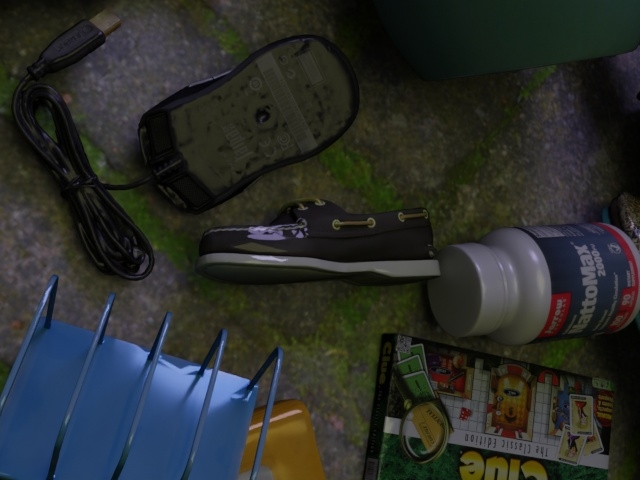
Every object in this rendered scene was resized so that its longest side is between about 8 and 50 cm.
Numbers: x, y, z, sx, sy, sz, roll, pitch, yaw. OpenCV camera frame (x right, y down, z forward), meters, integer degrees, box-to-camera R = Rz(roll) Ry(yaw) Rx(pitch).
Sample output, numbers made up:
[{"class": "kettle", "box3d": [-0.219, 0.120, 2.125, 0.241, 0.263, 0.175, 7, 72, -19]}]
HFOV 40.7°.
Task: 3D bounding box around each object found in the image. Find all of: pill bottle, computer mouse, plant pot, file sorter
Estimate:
[{"class": "pill bottle", "box3d": [0.194, 0.040, 0.787, 0.180, 0.108, 0.108, -4, 84, -27]}, {"class": "computer mouse", "box3d": [-0.107, -0.109, 0.684, 0.262, 0.060, 0.184, -37, 104, -15]}, {"class": "plant pot", "box3d": [0.161, -0.262, 0.725, 0.292, 0.293, 0.235, -13, 102, -28]}, {"class": "file sorter", "box3d": [-0.123, 0.109, 0.579, 0.170, 0.104, 0.118, 19, 55, -10]}]

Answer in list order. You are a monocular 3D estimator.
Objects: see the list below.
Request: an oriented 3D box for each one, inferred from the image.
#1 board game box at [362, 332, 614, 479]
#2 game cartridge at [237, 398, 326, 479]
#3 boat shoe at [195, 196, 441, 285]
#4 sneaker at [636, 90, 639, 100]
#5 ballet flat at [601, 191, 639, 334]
[{"class": "board game box", "box3d": [0.163, 0.175, 0.796, 0.259, 0.030, 0.136, 14, 78, -25]}, {"class": "game cartridge", "box3d": [-0.122, 0.297, 0.618, 0.323, 0.052, 0.286, -14, 89, -29]}, {"class": "boat shoe", "box3d": [0.000, 0.000, 0.712, 0.227, 0.081, 0.069, 3, 78, -34]}, {"class": "sneaker", "box3d": [0.507, -0.029, 0.946, 0.410, 0.158, 0.182, 21, 79, -15]}, {"class": "ballet flat", "box3d": [0.409, 0.176, 0.832, 0.164, 0.181, 0.483, -5, 84, -63]}]
